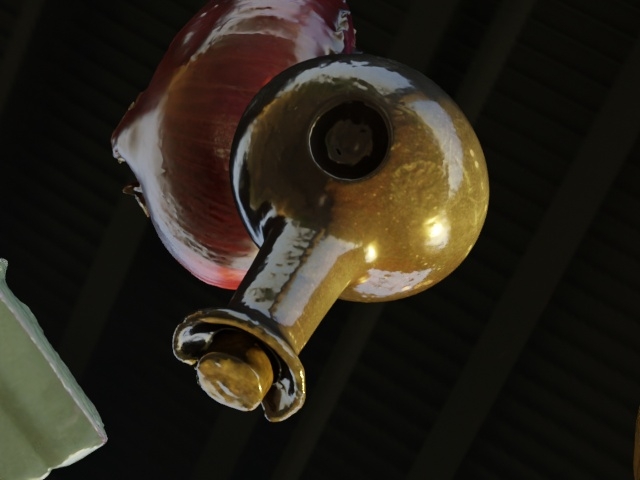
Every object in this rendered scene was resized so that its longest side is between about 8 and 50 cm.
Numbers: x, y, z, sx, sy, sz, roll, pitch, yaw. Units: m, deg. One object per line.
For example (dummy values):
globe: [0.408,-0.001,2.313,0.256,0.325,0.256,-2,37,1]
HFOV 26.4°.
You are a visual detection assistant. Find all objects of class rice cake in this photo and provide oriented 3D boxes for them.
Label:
rice cake: [-0.226,0.054,0.762,0.127,0.043,0.237,-32,-62,-2]

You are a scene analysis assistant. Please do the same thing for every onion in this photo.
onion: [-0.057,-0.085,1.009,0.161,0.248,0.248,25,-70,-19]

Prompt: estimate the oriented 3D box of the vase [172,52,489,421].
vase: [0.000,0.000,0.589,0.120,0.183,0.120,16,-45,16]

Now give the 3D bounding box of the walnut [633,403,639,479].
walnut: [0.415,0.203,0.978,0.397,0.354,0.308,59,-29,19]
